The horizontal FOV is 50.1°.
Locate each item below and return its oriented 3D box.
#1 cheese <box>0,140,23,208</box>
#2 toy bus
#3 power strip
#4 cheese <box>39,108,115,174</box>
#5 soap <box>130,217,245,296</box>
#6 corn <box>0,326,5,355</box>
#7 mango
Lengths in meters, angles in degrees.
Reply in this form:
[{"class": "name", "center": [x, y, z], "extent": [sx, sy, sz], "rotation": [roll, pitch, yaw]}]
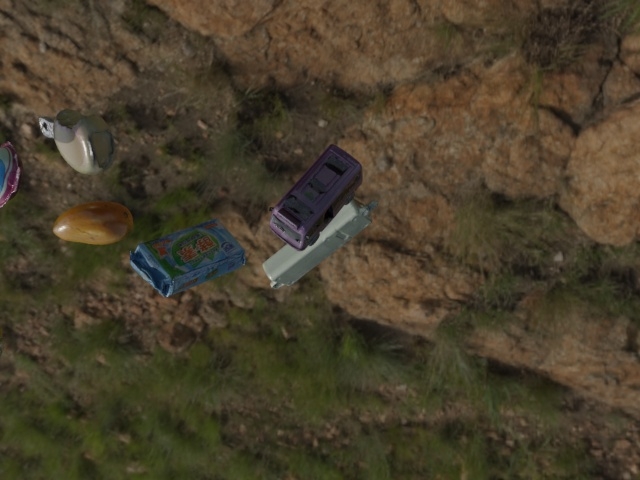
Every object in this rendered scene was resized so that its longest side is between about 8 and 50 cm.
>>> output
[{"class": "cheese", "center": [-0.465, -0.098, 0.984], "extent": [0.145, 0.095, 0.038], "rotation": [15, -178, 41]}, {"class": "toy bus", "center": [-0.009, -0.075, 1.178], "extent": [0.086, 0.178, 0.098], "rotation": [37, 165, 11]}, {"class": "power strip", "center": [0.000, 0.000, 1.656], "extent": [0.338, 0.058, 0.098], "rotation": [-38, 152, 17]}, {"class": "cheese", "center": [-0.622, -0.260, 1.710], "extent": [0.286, 0.082, 0.163], "rotation": [24, 127, 33]}, {"class": "soap", "center": [-0.330, 0.041, 1.747], "extent": [0.156, 0.293, 0.077], "rotation": [44, 139, 28]}, {"class": "corn", "center": [-0.468, 0.070, 0.747], "extent": [0.288, 0.086, 0.087], "rotation": [22, 134, 17]}, {"class": "mango", "center": [-0.640, -0.045, 1.925], "extent": [0.219, 0.113, 0.145], "rotation": [-8, 153, -11]}]
